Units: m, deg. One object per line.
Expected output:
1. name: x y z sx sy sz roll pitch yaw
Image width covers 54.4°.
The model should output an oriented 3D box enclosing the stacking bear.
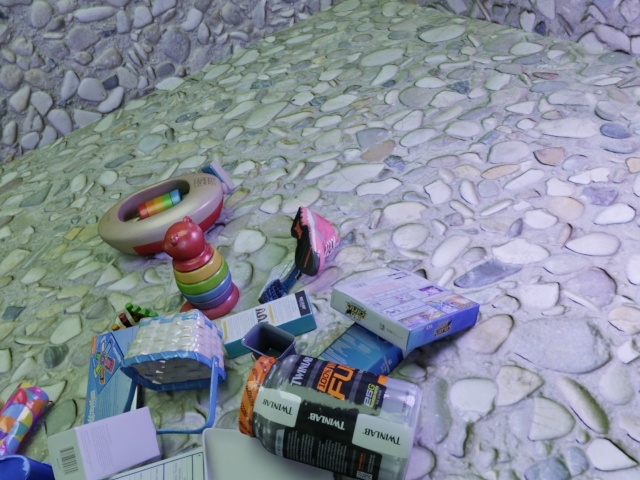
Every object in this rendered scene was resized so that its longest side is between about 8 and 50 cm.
1. stacking bear: -0.347 0.070 1.742 0.164 0.289 0.175 4 43 27

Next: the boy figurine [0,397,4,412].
1. boy figurine: -0.979 0.502 1.642 0.285 0.092 0.177 -30 36 -9

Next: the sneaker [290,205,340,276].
1. sneaker: 0.000 -0.001 1.811 0.136 0.116 0.314 14 28 -15

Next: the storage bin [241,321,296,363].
1. storage bin: -0.121 0.281 1.550 0.135 0.091 0.098 17 50 39

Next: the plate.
1. plate: -0.097 0.500 1.216 0.277 0.045 0.278 12 32 -20

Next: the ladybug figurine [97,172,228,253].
1. ladybug figurine: -0.517 -0.081 2.105 0.449 0.162 0.305 -20 37 -1

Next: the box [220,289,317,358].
1. box: -0.139 0.221 1.656 0.244 0.060 0.100 -19 37 0

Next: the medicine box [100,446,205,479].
1. medicine box: -0.323 0.588 1.208 0.289 0.149 0.263 -18 37 1

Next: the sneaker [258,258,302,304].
1. sneaker: -0.127 0.119 1.783 0.083 0.071 0.191 4 34 36

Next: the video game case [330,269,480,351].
1. video game case: 0.203 0.158 1.494 0.269 0.061 0.244 -10 25 -41

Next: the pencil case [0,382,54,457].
1. pencil case: -0.785 0.478 1.586 0.104 0.104 0.236 -4 38 19

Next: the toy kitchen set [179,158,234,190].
1. toy kitchen set: -0.450 -0.174 2.262 0.207 0.122 0.166 -16 33 39

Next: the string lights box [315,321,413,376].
1. string lights box: 0.086 0.285 1.469 0.259 0.077 0.133 -38 41 -24

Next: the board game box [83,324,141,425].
1. board game box: -0.536 0.362 1.625 0.145 0.027 0.281 -14 52 5

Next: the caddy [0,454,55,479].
1. caddy: -0.681 0.615 1.310 0.341 0.179 0.241 -34 62 -20

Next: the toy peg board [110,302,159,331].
1. toy peg board: -0.531 0.256 1.763 0.161 0.079 0.161 12 47 34

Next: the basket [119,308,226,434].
1. basket: -0.351 0.326 1.506 0.254 0.201 0.289 -8 52 20

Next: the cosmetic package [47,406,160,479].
1. cosmetic package: -0.455 0.438 1.328 0.085 0.231 0.117 -21 78 19

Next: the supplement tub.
1. supplement tub: 0.021 0.350 1.248 0.337 0.207 0.207 12 45 11
